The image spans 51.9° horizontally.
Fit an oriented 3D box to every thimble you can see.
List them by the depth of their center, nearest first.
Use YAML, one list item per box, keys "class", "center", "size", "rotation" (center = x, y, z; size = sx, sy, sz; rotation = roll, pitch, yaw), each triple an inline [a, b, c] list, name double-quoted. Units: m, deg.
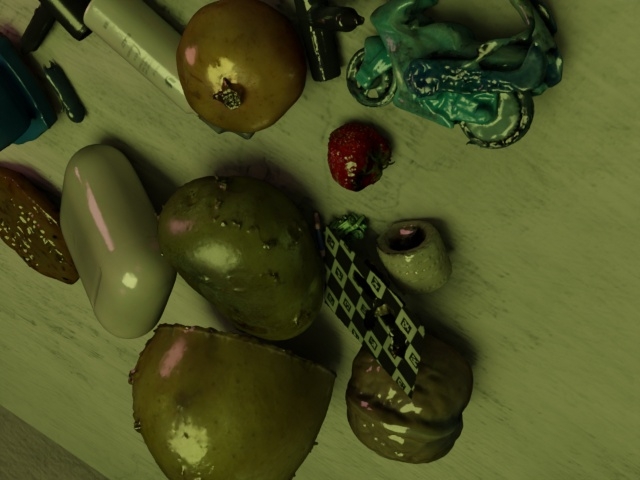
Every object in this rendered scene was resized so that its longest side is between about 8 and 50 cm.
- class: "thimble"
  center: [0.151, 0.025, 1.071]
  size: [0.115, 0.102, 0.090]
  rotation: [4, 133, 44]

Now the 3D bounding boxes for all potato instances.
- class: "potato"
  center: [-0.118, 0.037, 1.179]
  size: [0.270, 0.219, 0.359]
  rotation: [-1, 136, 49]
- class: "potato"
  center: [-0.200, 0.363, 1.338]
  size: [0.385, 0.319, 0.442]
  rotation: [0, 156, 33]

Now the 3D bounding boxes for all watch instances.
- class: "watch"
  center: [-0.698, -0.239, 1.240]
  size: [0.305, 0.274, 0.241]
  rotation: [-2, 129, 34]

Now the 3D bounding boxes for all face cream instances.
- class: "face cream"
  center: [-0.225, -0.272, 1.046]
  size: [0.311, 0.092, 0.092]
  rotation: [40, 139, -8]

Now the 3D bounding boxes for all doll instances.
- class: "doll"
  center: [-0.487, -0.280, 1.247]
  size: [0.027, 0.037, 0.125]
  rotation: [1, 128, 33]

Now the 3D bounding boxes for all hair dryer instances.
- class: "hair dryer"
  center: [0.018, -0.267, 0.847]
  size: [0.195, 0.050, 0.173]
  rotation: [-124, 14, -51]
- class: "hair dryer"
  center: [-0.467, -0.371, 1.140]
  size: [0.128, 0.070, 0.255]
  rotation: [47, 145, -15]

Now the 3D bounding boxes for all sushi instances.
- class: "sushi"
  center: [0.098, 0.112, 1.123]
  size: [0.279, 0.043, 0.192]
  rotation: [46, 146, 41]

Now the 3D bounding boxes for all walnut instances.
- class: "walnut"
  center: [0.160, 0.288, 1.224]
  size: [0.248, 0.248, 0.248]
  rotation: [18, 136, 18]

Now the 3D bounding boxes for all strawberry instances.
- class: "strawberry"
  center: [0.052, -0.129, 1.004]
  size: [0.106, 0.106, 0.106]
  rotation: [18, 136, 18]

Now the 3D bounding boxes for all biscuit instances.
- class: "biscuit"
  center: [-0.706, -0.032, 1.593]
  size: [0.359, 0.046, 0.359]
  rotation: [23, 140, 21]

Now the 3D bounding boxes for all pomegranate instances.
- class: "pomegranate"
  center: [-0.115, -0.244, 0.930]
  size: [0.191, 0.191, 0.191]
  rotation: [18, 136, 18]

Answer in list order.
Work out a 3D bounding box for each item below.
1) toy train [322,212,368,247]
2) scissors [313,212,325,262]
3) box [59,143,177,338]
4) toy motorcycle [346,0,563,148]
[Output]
- class: "toy train"
  center: [0.047, -0.019, 1.151]
  size: [0.053, 0.033, 0.083]
  rotation: [45, 138, -7]
- class: "scissors"
  center: [0.000, 0.000, 1.201]
  size: [0.012, 0.039, 0.113]
  rotation: [-9, 136, 2]
- class: "box"
  center: [-0.407, 0.004, 1.304]
  size: [0.349, 0.141, 0.288]
  rotation: [60, 143, 21]
- class: "toy motorcycle"
  center: [0.158, -0.233, 0.804]
  size: [0.260, 0.154, 0.206]
  rotation: [27, 119, 24]
